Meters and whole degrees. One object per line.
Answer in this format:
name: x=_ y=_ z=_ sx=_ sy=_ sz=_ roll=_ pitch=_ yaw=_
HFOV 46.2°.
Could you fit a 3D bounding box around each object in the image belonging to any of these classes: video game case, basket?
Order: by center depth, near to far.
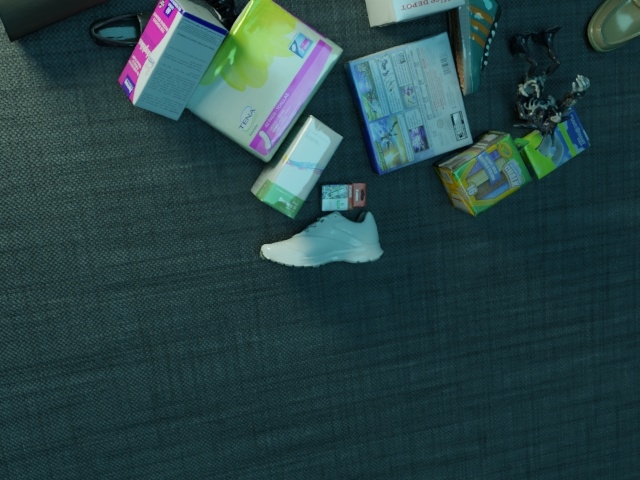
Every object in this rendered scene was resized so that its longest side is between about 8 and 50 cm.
basket: x=-0.533 y=-0.518 z=1.477 sx=0.227 sy=0.154 sz=0.204 roll=-20 pitch=131 yaw=-14
video game case: x=0.206 y=-0.318 z=1.747 sx=0.244 sy=0.061 sz=0.269 roll=-20 pitch=106 yaw=-10

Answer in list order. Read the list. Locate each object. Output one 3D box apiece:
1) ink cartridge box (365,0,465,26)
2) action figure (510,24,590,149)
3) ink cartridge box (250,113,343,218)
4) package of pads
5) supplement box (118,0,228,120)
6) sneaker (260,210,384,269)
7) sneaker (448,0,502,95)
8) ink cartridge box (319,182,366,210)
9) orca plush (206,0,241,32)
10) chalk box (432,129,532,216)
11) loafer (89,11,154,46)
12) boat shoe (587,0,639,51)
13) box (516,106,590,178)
ink cartridge box: x=0.188 y=-0.599 z=1.625 sx=0.171 sy=0.168 sz=0.232 roll=-16 pitch=105 yaw=-10
action figure: x=0.528 y=-0.357 z=1.762 sx=0.164 sy=0.141 sz=0.275 roll=-11 pitch=93 yaw=-11
ink cartridge box: x=-0.055 y=-0.169 z=1.666 sx=0.093 sy=0.154 sz=0.212 roll=29 pitch=94 yaw=-18
package of pads: x=-0.126 y=-0.348 z=1.608 sx=0.229 sy=0.101 sz=0.296 roll=34 pitch=98 yaw=-5
supplement box: x=-0.305 y=-0.376 z=1.538 sx=0.114 sy=0.111 sz=0.220 roll=13 pitch=118 yaw=-43
sneaker: x=0.000 y=0.000 z=1.756 sx=0.297 sy=0.111 sz=0.129 roll=-7 pitch=93 yaw=-20
sneaker: x=0.363 y=-0.489 z=1.724 sx=0.121 sy=0.108 sz=0.302 roll=-6 pitch=102 yaw=-8
ink cartridge box: x=0.056 y=-0.104 z=1.773 sx=0.115 sy=0.029 sz=0.063 roll=-3 pitch=102 yaw=-13
orca plush: x=-0.265 y=-0.560 z=1.557 sx=0.151 sy=0.102 sz=0.287 roll=-27 pitch=107 yaw=-7
chalk box: x=0.403 y=-0.174 z=1.790 sx=0.213 sy=0.132 sz=0.132 roll=-31 pitch=107 yaw=-4
loafer: x=-0.368 y=-0.440 z=1.571 sx=0.223 sy=0.078 sz=0.076 roll=-8 pitch=104 yaw=-12
boat shoe: x=0.800 y=-0.577 z=1.811 sx=0.341 sy=0.110 sz=0.121 roll=-37 pitch=108 yaw=-4
box: x=0.586 y=-0.245 z=1.867 sx=0.178 sy=0.042 sz=0.109 roll=-33 pitch=108 yaw=-4
